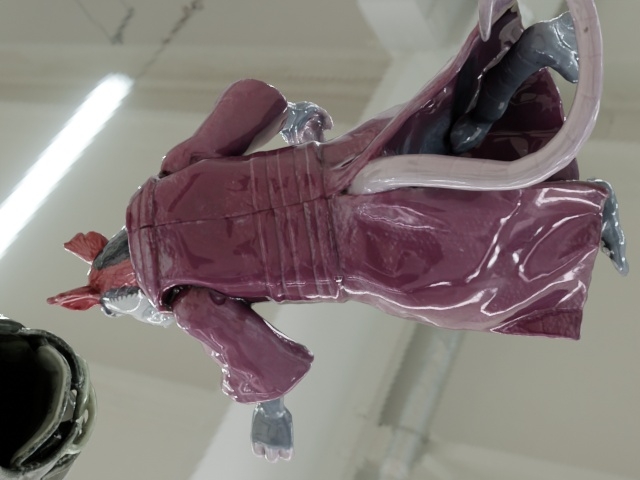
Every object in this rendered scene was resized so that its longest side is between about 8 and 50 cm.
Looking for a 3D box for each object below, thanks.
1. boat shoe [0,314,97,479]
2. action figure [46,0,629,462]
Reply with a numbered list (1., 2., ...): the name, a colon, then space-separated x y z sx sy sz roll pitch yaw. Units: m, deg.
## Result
1. boat shoe: -0.126 0.069 0.504 0.070 0.219 0.078 -6 -102 9
2. action figure: 0.000 0.000 0.804 0.370 0.276 0.248 -12 -102 6
